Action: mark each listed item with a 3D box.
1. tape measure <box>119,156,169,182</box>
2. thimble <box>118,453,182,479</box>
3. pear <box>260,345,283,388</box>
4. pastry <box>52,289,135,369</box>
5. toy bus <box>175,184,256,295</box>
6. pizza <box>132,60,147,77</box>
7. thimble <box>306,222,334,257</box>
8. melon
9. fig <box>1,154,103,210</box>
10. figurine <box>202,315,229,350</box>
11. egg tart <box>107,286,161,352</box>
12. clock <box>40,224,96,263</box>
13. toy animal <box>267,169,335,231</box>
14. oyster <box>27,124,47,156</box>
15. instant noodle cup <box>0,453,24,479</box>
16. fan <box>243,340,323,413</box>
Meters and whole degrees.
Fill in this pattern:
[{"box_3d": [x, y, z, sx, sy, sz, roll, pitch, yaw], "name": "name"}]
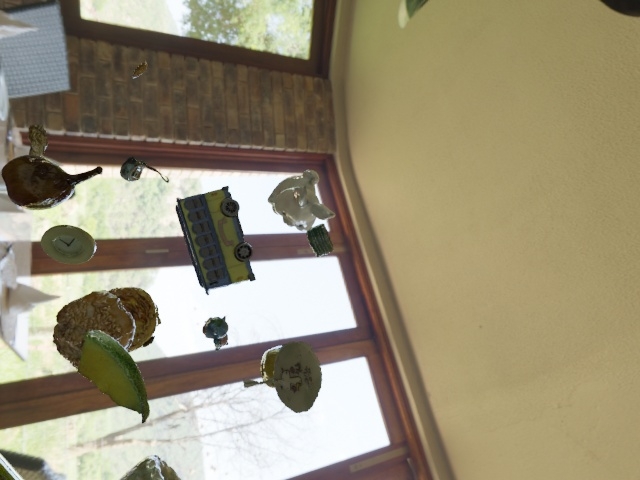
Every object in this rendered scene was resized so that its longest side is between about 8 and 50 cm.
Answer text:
[{"box_3d": [-0.741, -0.270, 1.737, 0.107, 0.180, 0.104, -61, -169, -4], "name": "tape measure"}, {"box_3d": [-0.502, 0.816, 1.231, 0.291, 0.195, 0.291, 43, -24, 25], "name": "thimble"}, {"box_3d": [-0.163, 0.581, 1.892, 0.228, 0.212, 0.188, 163, -72, -74], "name": "pear"}, {"box_3d": [-0.781, 0.321, 1.399, 0.310, 0.255, 0.162, -54, -179, 25], "name": "pastry"}, {"box_3d": [-0.297, -0.003, 1.197, 0.138, 0.175, 0.287, -167, -119, -76], "name": "toy bus"}, {"box_3d": [-0.554, -0.524, 1.261, 0.016, 0.037, 0.083, 63, 35, -47], "name": "pizza"}, {"box_3d": [-0.001, -0.002, 1.829, 0.118, 0.090, 0.135, -78, 145, -76], "name": "thimble"}, {"box_3d": [-0.492, 0.326, 0.978, 0.262, 0.114, 0.053, 41, -12, 17], "name": "melon"}, {"box_3d": [-0.877, -0.189, 1.338, 0.291, 0.191, 0.190, 1, -86, 19], "name": "fig"}, {"box_3d": [-0.468, 0.407, 1.819, 0.145, 0.114, 0.178, 19, -47, 27], "name": "figurine"}, {"box_3d": [-0.830, 0.343, 1.759, 0.132, 0.297, 0.296, -46, -128, 51], "name": "egg tart"}, {"box_3d": [-1.232, 0.020, 2.019, 0.029, 0.235, 0.234, -104, -153, -51], "name": "clock"}, {"box_3d": [-0.072, -0.167, 1.686, 0.241, 0.196, 0.367, -53, -158, 8], "name": "toy animal"}, {"box_3d": [-1.135, -0.393, 1.644, 0.146, 0.045, 0.121, -46, -112, 23], "name": "oyster"}, {"box_3d": [-0.942, 0.706, 1.081, 0.222, 0.311, 0.311, 20, -64, 17], "name": "instant noodle cup"}, {"box_3d": [-0.145, 0.482, 1.423, 0.415, 0.012, 0.232, -26, -115, 37], "name": "fan"}]
